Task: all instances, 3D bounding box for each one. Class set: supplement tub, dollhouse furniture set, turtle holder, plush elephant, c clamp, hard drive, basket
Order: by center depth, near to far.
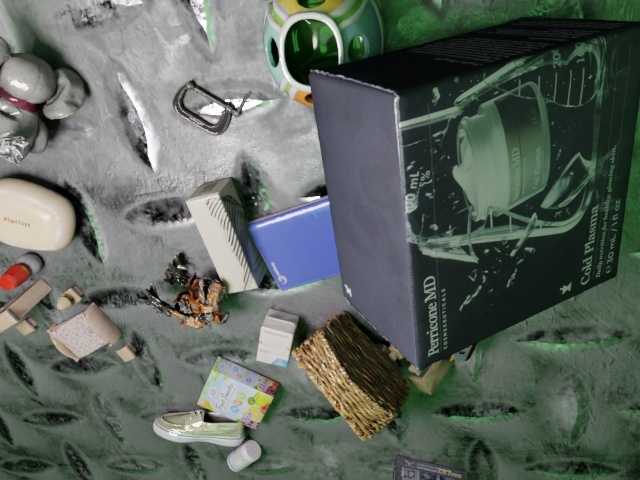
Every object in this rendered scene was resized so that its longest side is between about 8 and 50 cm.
[{"bbox_3d":[0.013,-0.405,0.984,0.243,0.227,0.320,24,121,-2],"label":"turtle holder"},{"bbox_3d":[-0.707,-0.322,1.176,0.330,0.255,0.272,20,171,36],"label":"plush elephant"},{"bbox_3d":[-0.262,-0.316,1.210,0.161,0.022,0.137,25,126,-5],"label":"c clamp"},{"bbox_3d":[0.000,0.000,1.322,0.319,0.040,0.210,-17,115,19],"label":"hard drive"},{"bbox_3d":[0.051,0.383,1.383,0.299,0.213,0.223,49,117,7],"label":"basket"},{"bbox_3d":[0.255,0.324,1.463,0.151,0.123,0.144,-3,125,53],"label":"dollhouse furniture set"},{"bbox_3d":[-0.808,0.317,1.579,0.303,0.173,0.355,-27,110,24],"label":"dollhouse furniture set"},{"bbox_3d":[-0.259,0.730,1.764,0.071,0.071,0.107,41,117,-12],"label":"supplement tub"}]

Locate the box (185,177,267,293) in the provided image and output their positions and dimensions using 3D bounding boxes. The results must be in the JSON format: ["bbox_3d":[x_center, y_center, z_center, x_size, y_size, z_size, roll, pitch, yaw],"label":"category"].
[{"bbox_3d":[-0.232,-0.010,1.322,0.094,0.113,0.275,-12,117,16],"label":"box"}]

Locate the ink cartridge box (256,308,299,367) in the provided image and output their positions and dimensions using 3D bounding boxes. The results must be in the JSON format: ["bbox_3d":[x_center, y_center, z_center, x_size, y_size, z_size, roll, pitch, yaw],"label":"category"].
[{"bbox_3d":[-0.118,0.267,1.466,0.092,0.090,0.143,14,120,3],"label":"ink cartridge box"}]

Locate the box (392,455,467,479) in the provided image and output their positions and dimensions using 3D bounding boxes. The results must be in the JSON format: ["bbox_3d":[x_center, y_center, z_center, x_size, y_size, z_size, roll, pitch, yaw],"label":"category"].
[{"bbox_3d":[0.341,0.782,1.612,0.233,0.183,0.059,12,121,3],"label":"box"}]

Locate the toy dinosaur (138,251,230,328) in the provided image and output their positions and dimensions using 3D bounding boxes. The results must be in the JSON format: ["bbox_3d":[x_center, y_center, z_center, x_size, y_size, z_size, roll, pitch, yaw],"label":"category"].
[{"bbox_3d":[-0.356,0.175,1.410,0.218,0.164,0.322,35,123,-3],"label":"toy dinosaur"}]

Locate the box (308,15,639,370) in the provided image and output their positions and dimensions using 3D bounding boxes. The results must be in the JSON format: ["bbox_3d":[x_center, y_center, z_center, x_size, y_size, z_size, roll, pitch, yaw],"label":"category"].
[{"bbox_3d":[0.276,-0.107,0.945,0.472,0.297,0.479,-20,119,-17],"label":"box"}]

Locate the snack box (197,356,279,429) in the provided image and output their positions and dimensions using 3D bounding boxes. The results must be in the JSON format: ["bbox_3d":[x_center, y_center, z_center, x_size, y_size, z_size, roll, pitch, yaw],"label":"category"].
[{"bbox_3d":[-0.258,0.478,1.623,0.207,0.070,0.174,25,121,-1],"label":"snack box"}]

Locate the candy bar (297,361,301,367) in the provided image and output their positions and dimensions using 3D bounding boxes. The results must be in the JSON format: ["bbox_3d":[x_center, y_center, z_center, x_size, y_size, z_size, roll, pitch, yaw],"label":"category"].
[{"bbox_3d":[0.011,0.368,1.540,0.162,0.018,0.040,2,119,10],"label":"candy bar"}]

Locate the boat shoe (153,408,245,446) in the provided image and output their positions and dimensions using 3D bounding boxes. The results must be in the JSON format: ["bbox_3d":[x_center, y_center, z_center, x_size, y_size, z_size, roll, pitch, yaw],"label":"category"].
[{"bbox_3d":[-0.393,0.599,1.712,0.303,0.109,0.094,7,105,-3],"label":"boat shoe"}]

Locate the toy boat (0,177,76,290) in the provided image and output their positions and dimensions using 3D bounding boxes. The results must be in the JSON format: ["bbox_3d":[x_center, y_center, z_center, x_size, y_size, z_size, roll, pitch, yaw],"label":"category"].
[{"bbox_3d":[-0.806,-0.021,1.422,0.268,0.148,0.318,19,113,-6],"label":"toy boat"}]

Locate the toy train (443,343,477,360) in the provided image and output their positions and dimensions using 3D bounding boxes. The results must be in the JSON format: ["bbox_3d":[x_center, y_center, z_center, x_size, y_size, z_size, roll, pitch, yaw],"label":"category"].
[{"bbox_3d":[0.328,0.161,1.304,0.190,0.142,0.333,9,119,-8],"label":"toy train"}]
